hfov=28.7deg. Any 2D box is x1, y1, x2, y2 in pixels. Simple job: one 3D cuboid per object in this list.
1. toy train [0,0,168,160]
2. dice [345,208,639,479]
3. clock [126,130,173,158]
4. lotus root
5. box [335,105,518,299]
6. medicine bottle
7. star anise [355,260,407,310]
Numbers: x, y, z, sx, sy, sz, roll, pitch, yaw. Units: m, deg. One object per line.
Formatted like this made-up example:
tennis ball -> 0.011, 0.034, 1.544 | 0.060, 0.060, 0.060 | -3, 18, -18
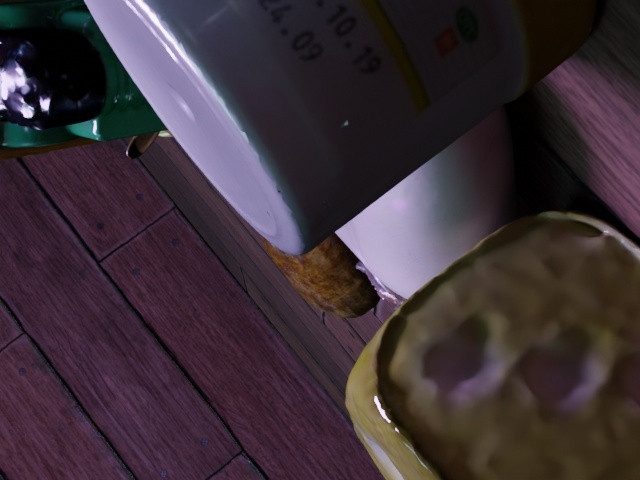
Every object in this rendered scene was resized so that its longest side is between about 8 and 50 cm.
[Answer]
toy train -> -0.197, -0.177, 1.256 | 0.249, 0.429, 0.178 | 17, 114, 44
dice -> 0.175, 0.138, 0.961 | 0.233, 0.238, 0.227 | 49, 168, 23
clock -> -0.182, -0.196, 1.495 | 0.069, 0.232, 0.170 | -11, 117, 32
lotus root -> 0.000, 0.000, 1.597 | 0.145, 0.128, 0.260 | 30, 164, 44
box -> 0.025, -0.114, 1.047 | 0.349, 0.141, 0.289 | 48, 168, 29
medicine bottle -> 0.004, -0.148, 0.752 | 0.238, 0.232, 0.238 | 50, 169, 13
star anise -> 0.121, 0.066, 1.477 | 0.182, 0.065, 0.195 | 46, 165, 7
